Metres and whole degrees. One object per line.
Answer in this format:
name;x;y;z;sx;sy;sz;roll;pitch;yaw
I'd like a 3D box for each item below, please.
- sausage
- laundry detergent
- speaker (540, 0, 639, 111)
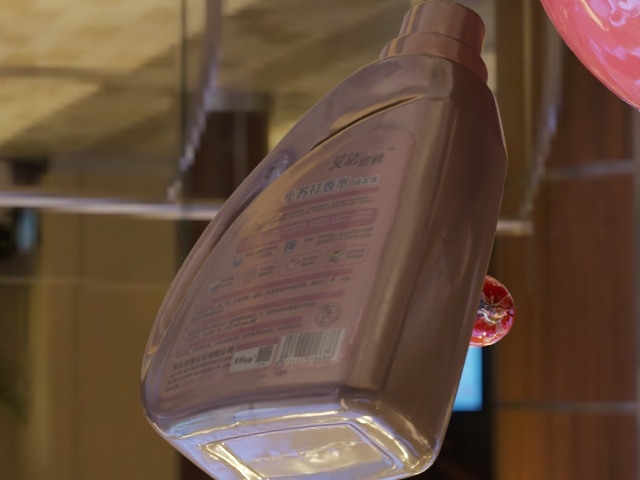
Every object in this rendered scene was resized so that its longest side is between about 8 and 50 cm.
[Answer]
sausage;0.074;0.036;1.074;0.050;0.048;0.145;16;176;-17
laundry detergent;0.000;0.000;0.883;0.171;0.237;0.076;-15;137;37
speaker;0.241;-0.192;0.999;0.294;0.294;0.294;0;176;0
